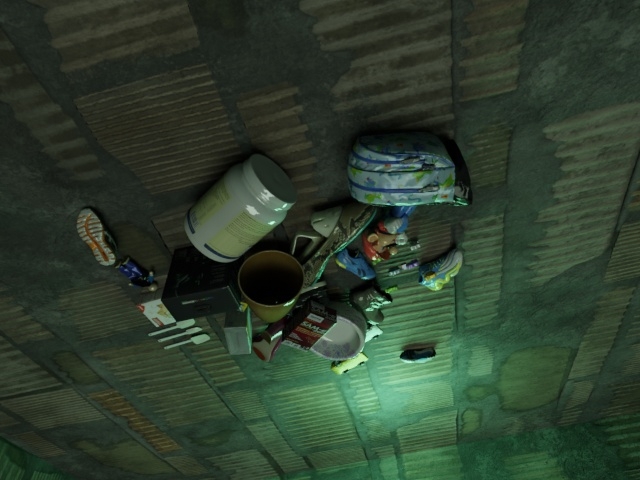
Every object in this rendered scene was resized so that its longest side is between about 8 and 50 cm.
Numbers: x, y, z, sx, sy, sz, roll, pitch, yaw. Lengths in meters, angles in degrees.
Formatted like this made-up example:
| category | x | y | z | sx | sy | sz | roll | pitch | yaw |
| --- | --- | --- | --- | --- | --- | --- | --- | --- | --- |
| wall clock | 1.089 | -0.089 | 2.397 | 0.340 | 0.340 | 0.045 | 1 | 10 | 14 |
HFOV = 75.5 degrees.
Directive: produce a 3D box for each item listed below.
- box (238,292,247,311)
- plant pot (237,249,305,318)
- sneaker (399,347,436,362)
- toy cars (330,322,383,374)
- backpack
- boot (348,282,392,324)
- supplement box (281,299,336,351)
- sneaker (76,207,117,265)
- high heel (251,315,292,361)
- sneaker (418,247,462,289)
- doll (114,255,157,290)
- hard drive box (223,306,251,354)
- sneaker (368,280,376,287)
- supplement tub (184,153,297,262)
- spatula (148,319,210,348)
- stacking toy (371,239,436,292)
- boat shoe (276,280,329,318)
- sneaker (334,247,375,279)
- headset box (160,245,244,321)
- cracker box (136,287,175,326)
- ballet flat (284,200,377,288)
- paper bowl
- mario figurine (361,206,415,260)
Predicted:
| category | x | y | z | sx | sy | sz | roll | pitch | yaw |
| --- | --- | --- | --- | --- | --- | --- | --- | --- | --- |
| box | -0.321 | 0.198 | 1.649 | 0.059 | 0.168 | 0.054 | 21 | 125 | -24 |
| plant pot | -0.189 | 0.205 | 1.570 | 0.238 | 0.236 | 0.254 | 1 | 142 | -8 |
| sneaker | 0.511 | 0.622 | 2.181 | 0.191 | 0.071 | 0.082 | -2 | 137 | -4 |
| toy cars | 0.168 | 0.518 | 2.045 | 0.177 | 0.087 | 0.393 | 6 | 127 | -18 |
| backpack | 0.261 | -0.221 | 1.300 | 0.356 | 0.290 | 0.273 | -13 | 123 | 14 |
| boot | 0.252 | 0.286 | 1.822 | 0.161 | 0.083 | 0.246 | -22 | 130 | 34 |
| supplement box | -0.050 | 0.356 | 1.704 | 0.131 | 0.073 | 0.239 | 24 | 126 | -21 |
| sneaker | -0.791 | -0.018 | 1.473 | 0.084 | 0.083 | 0.214 | -13 | 113 | -2 |
| high heel | -0.210 | 0.452 | 1.947 | 0.127 | 0.181 | 0.377 | 46 | 145 | 9 |
| sneaker | 0.490 | 0.121 | 1.724 | 0.126 | 0.091 | 0.240 | 10 | 130 | -14 |
| doll | -0.717 | 0.142 | 1.638 | 0.129 | 0.046 | 0.189 | -22 | 129 | 14 |
| hard drive box | -0.337 | 0.324 | 1.717 | 0.089 | 0.232 | 0.180 | -3 | 132 | -5 |
| sneaker | 0.236 | 0.207 | 1.816 | 0.035 | 0.031 | 0.083 | -13 | 129 | 24 |
| supplement tub | -0.259 | -0.103 | 1.350 | 0.325 | 0.235 | 0.235 | -38 | 125 | 24 |
| spatula | -0.660 | 0.445 | 1.929 | 0.242 | 0.019 | 0.168 | -19 | 131 | 10 |
| stacking toy | 0.337 | 0.113 | 1.687 | 0.221 | 0.052 | 0.166 | -23 | 106 | 15 |
| boat shoe | -0.109 | 0.280 | 1.751 | 0.341 | 0.112 | 0.127 | -25 | 172 | 14 |
| sneaker | 0.159 | 0.093 | 1.678 | 0.210 | 0.069 | 0.082 | 28 | 119 | -27 |
| headset box | -0.421 | 0.145 | 1.517 | 0.247 | 0.282 | 0.131 | -13 | 131 | 4 |
| cracker box | -0.627 | 0.270 | 1.747 | 0.233 | 0.067 | 0.155 | -16 | 130 | 9 |
| ballet flat | 0.000 | 0.000 | 1.531 | 0.182 | 0.163 | 0.482 | 28 | 127 | -16 |
| paper bowl | 0.065 | 0.387 | 1.845 | 0.285 | 0.148 | 0.283 | 7 | 126 | 10 |
| mario figurine | 0.286 | -0.036 | 1.516 | 0.198 | 0.170 | 0.320 | 19 | 125 | -24 |
